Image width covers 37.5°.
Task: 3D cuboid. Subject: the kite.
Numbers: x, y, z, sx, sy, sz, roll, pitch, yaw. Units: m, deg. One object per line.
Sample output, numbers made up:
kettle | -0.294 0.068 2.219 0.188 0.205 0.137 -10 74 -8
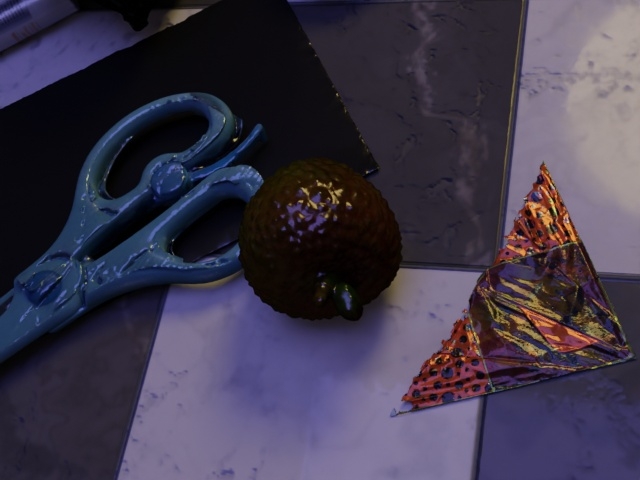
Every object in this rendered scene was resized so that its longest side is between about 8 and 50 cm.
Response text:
kite | 0.155 0.052 0.640 0.125 0.008 0.222 26 72 24

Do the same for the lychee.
lychee | 0.000 0.000 0.652 0.114 0.114 0.146 -18 39 6

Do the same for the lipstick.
lipstick | -0.297 -0.202 0.886 0.141 0.040 0.040 -27 58 1

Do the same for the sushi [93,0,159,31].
sushi | -0.212 -0.323 0.817 0.219 0.238 0.225 19 74 5

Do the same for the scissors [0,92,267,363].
scissors | -0.201 0.027 0.732 0.393 0.032 0.180 -37 58 -6

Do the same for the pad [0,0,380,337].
pad | -0.162 -0.068 0.796 0.367 0.007 0.247 -27 58 0
